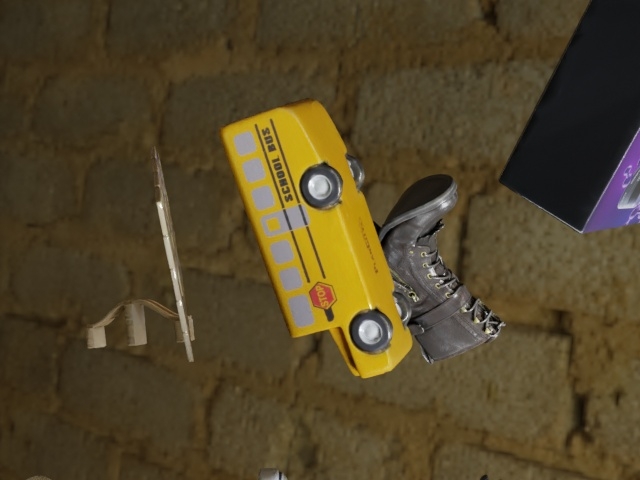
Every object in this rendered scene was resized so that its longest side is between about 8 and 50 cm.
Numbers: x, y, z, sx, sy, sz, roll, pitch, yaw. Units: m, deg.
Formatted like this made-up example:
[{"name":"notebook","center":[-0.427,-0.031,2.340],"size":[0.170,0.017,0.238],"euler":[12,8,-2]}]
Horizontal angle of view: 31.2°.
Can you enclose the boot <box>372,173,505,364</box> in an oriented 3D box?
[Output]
[{"name":"boot","center":[0.164,0.047,1.552],"size":[0.229,0.091,0.263],"euler":[43,138,-6]}]

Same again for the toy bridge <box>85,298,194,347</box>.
[{"name":"toy bridge","center":[-0.255,0.113,1.580],"size":[0.188,0.063,0.026],"euler":[-6,179,34]}]

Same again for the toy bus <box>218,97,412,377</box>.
[{"name":"toy bus","center":[0.000,0.000,1.366],"size":[0.130,0.333,0.108],"euler":[-17,-174,21]}]

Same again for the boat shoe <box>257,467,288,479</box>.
[{"name":"boat shoe","center":[-0.041,0.464,1.619],"size":[0.094,0.302,0.109],"euler":[-3,-168,2]}]

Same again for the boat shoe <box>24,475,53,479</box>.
[{"name":"boat shoe","center":[-0.431,0.448,1.573],"size":[0.095,0.254,0.079],"euler":[37,177,-26]}]

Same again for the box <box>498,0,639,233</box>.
[{"name":"box","center":[0.297,-0.146,1.046],"size":[0.103,0.261,0.184],"euler":[36,-155,26]}]

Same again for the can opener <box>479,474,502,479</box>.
[{"name":"can opener","center":[0.247,0.459,1.818],"size":[0.059,0.186,0.073],"euler":[10,-168,0]}]

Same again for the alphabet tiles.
[{"name":"alphabet tiles","center":[-0.174,-0.005,1.315],"size":[0.009,0.198,0.237],"euler":[-11,-152,-6]}]
